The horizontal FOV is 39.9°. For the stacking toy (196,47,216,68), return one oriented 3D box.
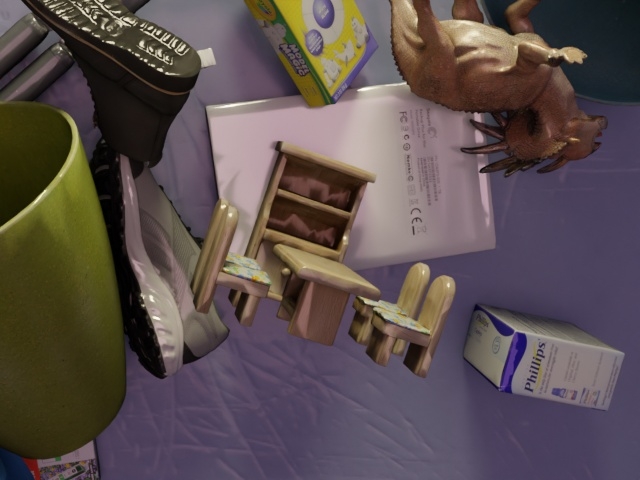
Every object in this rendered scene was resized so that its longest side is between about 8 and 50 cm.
[{"bbox_3d":[-0.092,-0.270,0.889,0.221,0.052,0.166,-26,105,-37],"label":"stacking toy"}]

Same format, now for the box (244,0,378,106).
[{"bbox_3d":[-0.015,-0.240,0.905,0.179,0.043,0.105,54,54,-31],"label":"box"}]

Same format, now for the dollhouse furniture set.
[{"bbox_3d":[0.000,0.000,0.846,0.212,0.242,0.160,18,94,-13],"label":"dollhouse furniture set"}]

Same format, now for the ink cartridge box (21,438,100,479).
[{"bbox_3d":[-0.305,0.248,0.974,0.115,0.029,0.062,-8,99,-10],"label":"ink cartridge box"}]

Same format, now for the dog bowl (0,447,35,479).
[{"bbox_3d":[-0.363,0.205,0.774,0.166,0.297,0.074,42,84,11],"label":"dog bowl"}]

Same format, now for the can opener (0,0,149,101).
[{"bbox_3d":[-0.287,-0.193,0.889,0.280,0.093,0.074,-41,108,0],"label":"can opener"}]

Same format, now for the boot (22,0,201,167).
[{"bbox_3d":[-0.219,-0.163,0.837,0.198,0.137,0.077,38,46,6],"label":"boot"}]

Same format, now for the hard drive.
[{"bbox_3d":[0.038,-0.068,0.989,0.308,0.040,0.202,-8,99,-9],"label":"hard drive"}]

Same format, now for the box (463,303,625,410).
[{"bbox_3d":[0.252,0.133,1.013,0.137,0.126,0.072,13,97,-12],"label":"box"}]

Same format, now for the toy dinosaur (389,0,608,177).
[{"bbox_3d":[0.166,-0.172,0.928,0.296,0.200,0.127,26,48,11],"label":"toy dinosaur"}]

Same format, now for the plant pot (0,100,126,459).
[{"bbox_3d":[-0.304,0.064,0.838,0.275,0.274,0.293,-22,128,-7],"label":"plant pot"}]

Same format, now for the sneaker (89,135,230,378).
[{"bbox_3d":[-0.175,0.005,0.942,0.108,0.100,0.271,-20,99,-32],"label":"sneaker"}]

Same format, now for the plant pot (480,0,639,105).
[{"bbox_3d":[0.333,-0.315,0.915,0.290,0.290,0.195,48,53,-13],"label":"plant pot"}]
